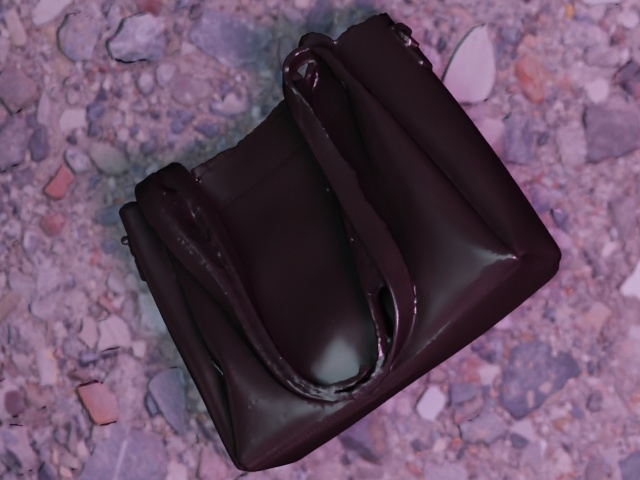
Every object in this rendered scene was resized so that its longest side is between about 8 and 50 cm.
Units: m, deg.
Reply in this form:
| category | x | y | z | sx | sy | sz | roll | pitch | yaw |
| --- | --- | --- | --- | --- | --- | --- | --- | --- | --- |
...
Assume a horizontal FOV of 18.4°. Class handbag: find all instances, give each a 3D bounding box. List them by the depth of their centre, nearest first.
| category | x | y | z | sx | sy | sz | roll | pitch | yaw |
| --- | --- | --- | --- | --- | --- | --- | --- | --- | --- |
| handbag | 0.000 | 0.000 | 1.441 | 0.285 | 0.113 | 0.257 | -38 | 69 | 19 |
